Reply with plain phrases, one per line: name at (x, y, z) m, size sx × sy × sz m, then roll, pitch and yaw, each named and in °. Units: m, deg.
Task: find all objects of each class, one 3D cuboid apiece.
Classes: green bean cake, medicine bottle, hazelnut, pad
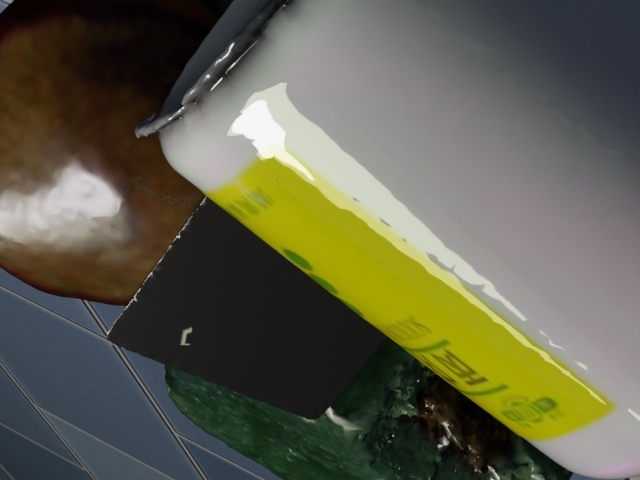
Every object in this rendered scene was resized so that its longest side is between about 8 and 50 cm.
green bean cake at (0.049, 0.106, 1.382) m, size 0.308 × 0.169 × 0.300 m, roll 32°, pitch 163°, yaw 0°
medicine bottle at (0.124, -0.018, 0.886) m, size 0.379 × 0.213 × 0.213 m, roll 37°, pitch 161°, yaw -12°
hazelnut at (-0.122, -0.063, 1.206) m, size 0.229 × 0.229 × 0.229 m, roll 29°, pitch 161°, yaw 11°
pad at (0.000, 0.000, 1.134) m, size 0.159 × 0.009 × 0.265 m, roll 23°, pitch 124°, yaw -24°
